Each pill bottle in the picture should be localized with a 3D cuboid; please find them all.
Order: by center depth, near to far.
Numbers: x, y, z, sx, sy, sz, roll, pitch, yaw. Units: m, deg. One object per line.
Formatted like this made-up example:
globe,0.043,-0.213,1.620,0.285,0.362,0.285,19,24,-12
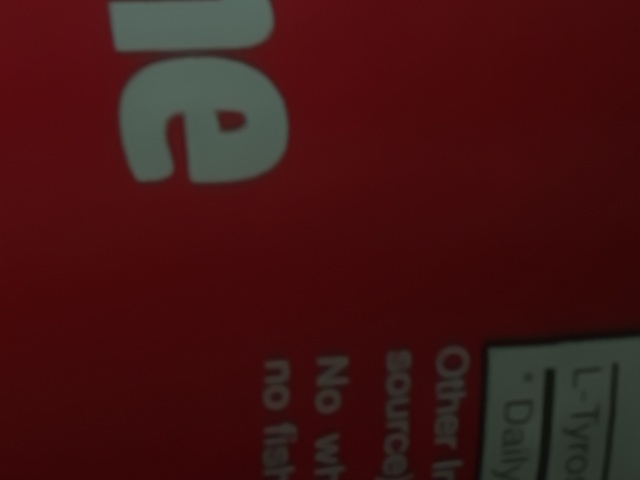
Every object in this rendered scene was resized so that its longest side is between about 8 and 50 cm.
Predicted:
pill bottle,0.000,0.000,0.437,0.407,0.229,0.229,-4,-1,-17
